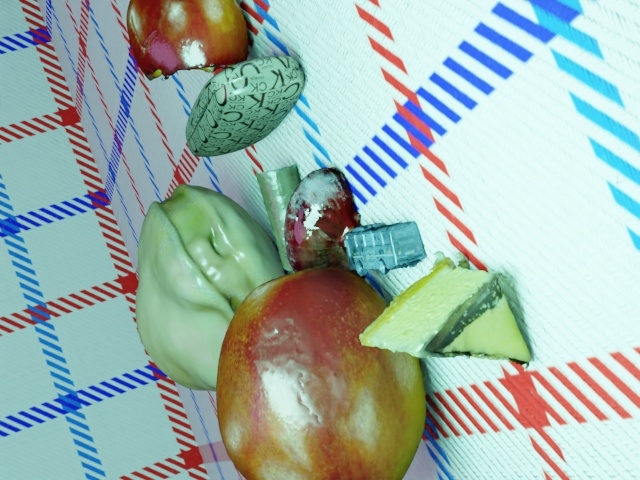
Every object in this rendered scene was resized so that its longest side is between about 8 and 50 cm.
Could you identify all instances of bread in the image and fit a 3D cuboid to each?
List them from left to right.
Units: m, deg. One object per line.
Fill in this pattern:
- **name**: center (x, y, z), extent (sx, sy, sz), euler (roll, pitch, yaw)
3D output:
- **bread**: center (0.133, 0.098, 1.093), extent (0.127, 0.152, 0.147), euler (67, 161, -13)

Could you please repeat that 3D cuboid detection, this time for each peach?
- **peach**: center (-0.208, -0.322, 1.601), extent (0.226, 0.196, 0.190), euler (57, -167, 31)
- **peach**: center (-0.002, 0.192, 1.348), extent (0.308, 0.307, 0.332), euler (-152, 50, -65)

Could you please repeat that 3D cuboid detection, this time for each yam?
- **yam**: center (-0.049, -0.038, 1.605), extent (0.068, 0.068, 0.169), euler (21, 129, 67)

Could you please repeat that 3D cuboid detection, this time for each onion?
- **onion**: center (0.000, 0.000, 1.449), extent (0.151, 0.098, 0.206), euler (-136, 33, -57)

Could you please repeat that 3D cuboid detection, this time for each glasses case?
- **glasses case**: center (-0.124, -0.199, 1.545), extent (0.354, 0.137, 0.085), euler (146, 106, -72)

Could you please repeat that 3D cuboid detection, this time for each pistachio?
- **pistachio**: center (-0.199, 0.098, 1.829), extent (0.365, 0.281, 0.445), euler (52, 159, 31)

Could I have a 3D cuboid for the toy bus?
- **toy bus**: center (0.080, 0.010, 1.310), extent (0.166, 0.047, 0.065), euler (173, 83, -70)
